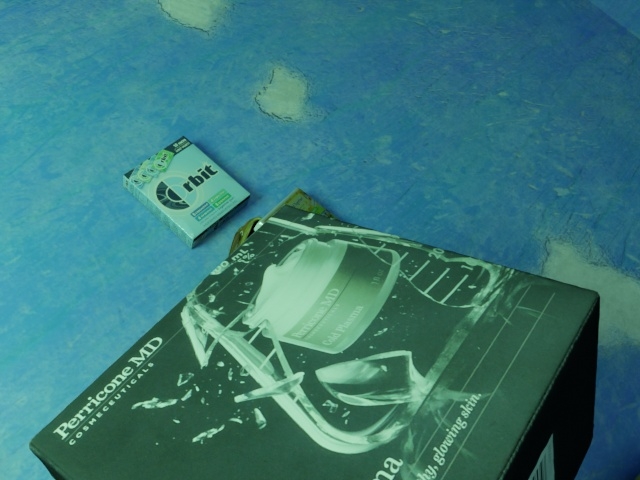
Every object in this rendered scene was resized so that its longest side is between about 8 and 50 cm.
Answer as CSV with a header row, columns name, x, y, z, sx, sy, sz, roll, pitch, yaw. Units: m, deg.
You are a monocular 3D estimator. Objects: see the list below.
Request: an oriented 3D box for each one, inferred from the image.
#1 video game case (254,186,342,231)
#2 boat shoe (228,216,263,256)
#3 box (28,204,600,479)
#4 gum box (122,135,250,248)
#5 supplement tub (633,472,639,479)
name,x,y,z,sx,sy,sz,roll,pitch,yaw
video game case,0.000,0.000,1.142,0.206,0.026,0.227,38,26,0
boat shoe,-0.124,0.102,1.063,0.110,0.104,0.307,3,59,-17
box,0.020,0.245,0.758,0.471,0.297,0.480,16,48,36
gum box,-0.255,-0.096,1.180,0.184,0.041,0.157,41,56,8
supplement tub,0.594,0.488,0.985,0.331,0.241,0.241,-27,71,-31
